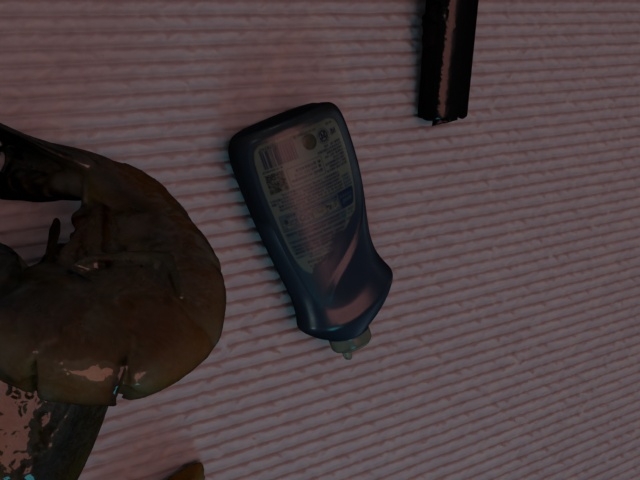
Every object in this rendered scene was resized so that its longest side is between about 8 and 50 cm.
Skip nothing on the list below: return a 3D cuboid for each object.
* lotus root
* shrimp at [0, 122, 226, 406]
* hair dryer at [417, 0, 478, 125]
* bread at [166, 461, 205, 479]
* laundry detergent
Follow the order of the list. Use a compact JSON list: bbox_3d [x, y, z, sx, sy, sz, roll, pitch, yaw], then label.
[{"bbox_3d":[-0.186,0.092,0.486,0.113,0.088,0.192,33,74,-47],"label":"lotus root"},{"bbox_3d":[-0.189,-0.008,0.450,0.178,0.289,0.075,-69,169,-45],"label":"shrimp"},{"bbox_3d":[0.107,-0.222,0.647,0.197,0.089,0.252,-9,105,-30],"label":"hair dryer"},{"bbox_3d":[-0.136,0.232,0.577,0.109,0.080,0.084,-15,105,7],"label":"bread"},{"bbox_3d":[0.001,0.000,0.610,0.096,0.061,0.207,-27,108,-28],"label":"laundry detergent"}]
